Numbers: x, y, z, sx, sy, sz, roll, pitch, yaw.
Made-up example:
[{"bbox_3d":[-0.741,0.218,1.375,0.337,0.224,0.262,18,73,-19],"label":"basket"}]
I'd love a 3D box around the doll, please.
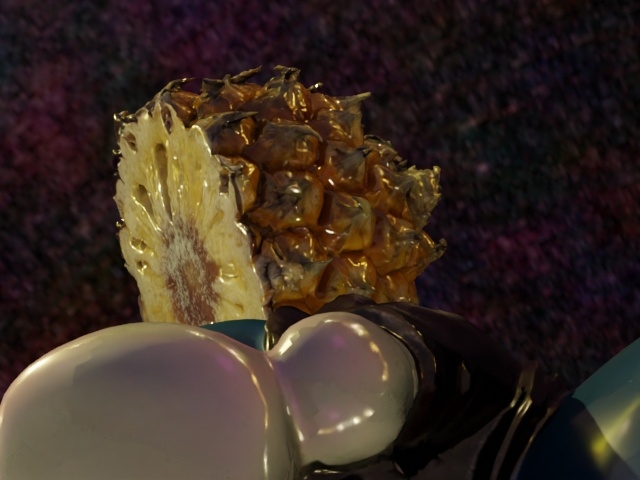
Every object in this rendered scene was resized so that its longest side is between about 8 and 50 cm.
[{"bbox_3d":[0.096,0.115,0.431,0.310,0.284,0.240,7,25,17],"label":"doll"}]

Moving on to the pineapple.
[{"bbox_3d":[-0.001,-0.004,0.807,0.137,0.176,0.161,-18,81,-24],"label":"pineapple"}]
